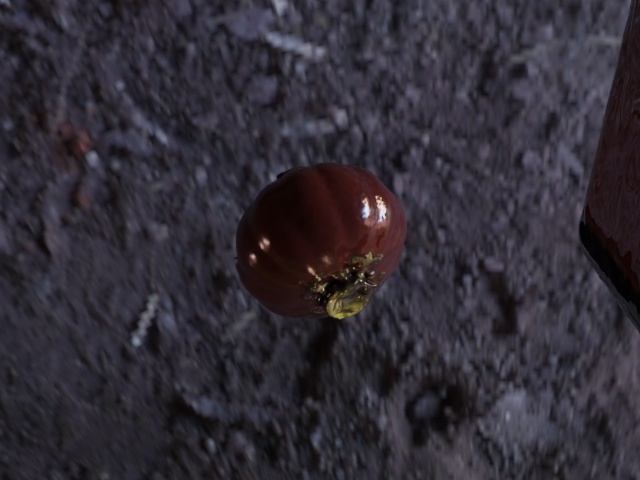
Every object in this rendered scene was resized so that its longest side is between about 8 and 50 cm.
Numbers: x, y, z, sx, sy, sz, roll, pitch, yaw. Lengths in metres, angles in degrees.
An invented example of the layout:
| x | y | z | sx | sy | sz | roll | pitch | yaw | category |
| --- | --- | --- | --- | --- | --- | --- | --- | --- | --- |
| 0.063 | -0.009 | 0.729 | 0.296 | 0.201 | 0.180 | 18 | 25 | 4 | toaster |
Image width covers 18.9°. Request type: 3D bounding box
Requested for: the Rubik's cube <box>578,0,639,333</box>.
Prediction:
| x | y | z | sx | sy | sz | roll | pitch | yaw | category |
| --- | --- | --- | --- | --- | --- | --- | --- | --- | --- |
| 0.266 | -0.080 | 0.498 | 0.316 | 0.313 | 0.318 | 9 | 102 | -3 | Rubik's cube |

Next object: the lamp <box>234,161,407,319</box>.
| x | y | z | sx | sy | sz | roll | pitch | yaw | category |
| --- | --- | --- | --- | --- | --- | --- | --- | --- | --- |
| 0.000 | 0.000 | 1.086 | 0.101 | 0.101 | 0.090 | -25 | 61 | -5 | lamp |
